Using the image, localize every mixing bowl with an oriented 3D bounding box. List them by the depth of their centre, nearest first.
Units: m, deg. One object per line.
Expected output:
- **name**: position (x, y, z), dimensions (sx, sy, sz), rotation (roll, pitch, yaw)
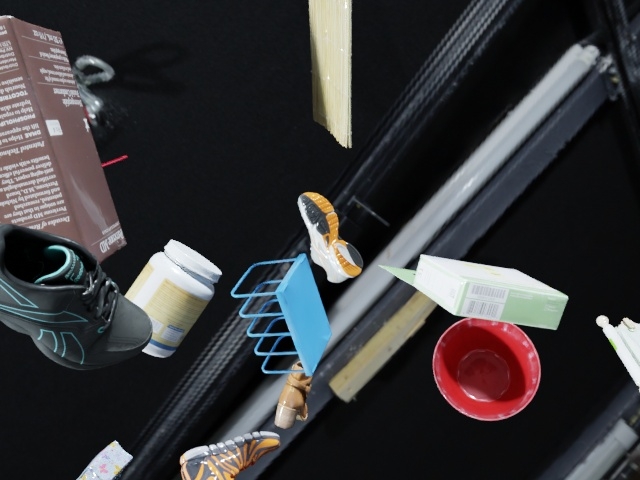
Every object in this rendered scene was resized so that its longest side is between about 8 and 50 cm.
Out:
- **mixing bowl**: position (0.296, 0.235, 1.126), dimensions (0.181, 0.181, 0.098), rotation (-42, -24, -6)

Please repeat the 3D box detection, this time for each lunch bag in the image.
- **lunch bag**: position (-0.355, 0.378, 1.013), dimensions (0.083, 0.053, 0.071), rotation (-44, 0, 26)

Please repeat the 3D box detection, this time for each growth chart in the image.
- **growth chart**: position (0.511, 0.154, 0.824), dimensions (0.237, 0.172, 0.021), rotation (-1, -57, 5)

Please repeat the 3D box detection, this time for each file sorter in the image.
- **file sorter**: position (-0.065, 0.129, 1.071), dimensions (0.118, 0.104, 0.170), rotation (-58, -45, -55)

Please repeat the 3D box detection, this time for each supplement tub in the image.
- **supplement tub**: position (-0.302, 0.114, 1.243), dimensions (0.144, 0.144, 0.200), rotation (35, -90, -41)

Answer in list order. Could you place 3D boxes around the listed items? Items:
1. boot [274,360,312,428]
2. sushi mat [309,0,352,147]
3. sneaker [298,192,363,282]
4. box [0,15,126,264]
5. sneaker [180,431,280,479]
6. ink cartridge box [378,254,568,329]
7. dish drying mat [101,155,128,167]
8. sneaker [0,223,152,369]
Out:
- **boot**: position (-0.050, 0.366, 1.536), dimensions (0.197, 0.073, 0.152), rotation (12, -85, -84)
- **sushi mat**: position (0.016, -0.316, 0.998), dimensions (0.019, 0.151, 0.316), rotation (-14, -54, -17)
- **sneaker**: position (0.000, 0.000, 1.670), dimensions (0.099, 0.262, 0.121), rotation (-20, -12, -40)
- **box**: position (-0.446, -0.136, 0.985), dimensions (0.143, 0.191, 0.381), rotation (-13, -78, 1)
- **sneaker**: position (-0.259, 0.712, 1.928), dimensions (0.321, 0.180, 0.124), rotation (-11, -37, -20)
- **ink cartridge box**: position (0.211, 0.057, 0.911), dimensions (0.171, 0.235, 0.056), rotation (10, -78, -22)
- **dish drying mat**: position (-0.465, -0.170, 1.379), dimensions (0.083, 0.032, 0.008), rotation (-24, -80, -12)
- **sneaker**: position (-0.260, 0.061, 0.640), dimensions (0.106, 0.101, 0.267), rotation (-20, -33, 24)
